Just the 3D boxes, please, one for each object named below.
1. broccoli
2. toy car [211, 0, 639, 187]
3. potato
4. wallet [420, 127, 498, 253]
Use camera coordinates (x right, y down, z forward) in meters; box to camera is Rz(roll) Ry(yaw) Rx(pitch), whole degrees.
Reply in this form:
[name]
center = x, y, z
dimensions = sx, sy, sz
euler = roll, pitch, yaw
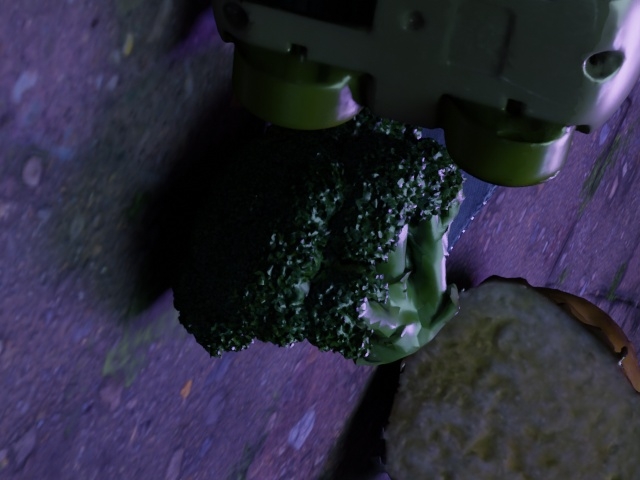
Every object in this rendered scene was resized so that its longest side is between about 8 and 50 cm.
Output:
[broccoli]
center = 0.000, 0.000, 0.843
dimensions = 0.156, 0.195, 0.195
euler = 50, 63, -31
[toy car]
center = 0.070, -0.158, 0.756
dimensions = 0.235, 0.235, 0.145
euler = -44, 152, -43
[potato]
center = 0.190, 0.188, 1.422
dimensions = 0.289, 0.301, 0.237
euler = -32, 177, -3
[wallet]
center = 0.108, -0.130, 1.067
dimensions = 0.342, 0.075, 0.237
euler = -51, 150, -26
